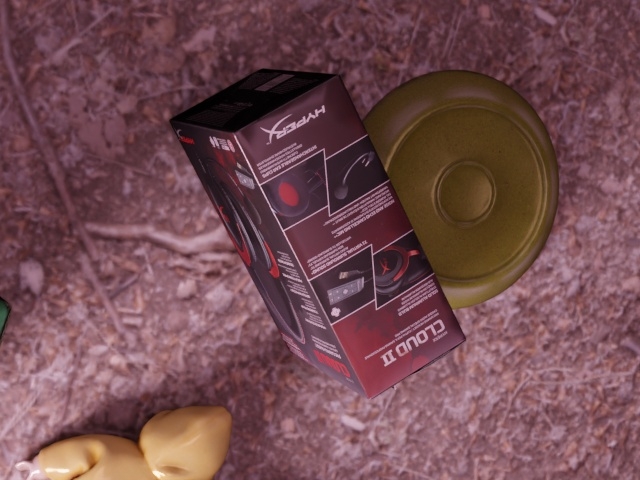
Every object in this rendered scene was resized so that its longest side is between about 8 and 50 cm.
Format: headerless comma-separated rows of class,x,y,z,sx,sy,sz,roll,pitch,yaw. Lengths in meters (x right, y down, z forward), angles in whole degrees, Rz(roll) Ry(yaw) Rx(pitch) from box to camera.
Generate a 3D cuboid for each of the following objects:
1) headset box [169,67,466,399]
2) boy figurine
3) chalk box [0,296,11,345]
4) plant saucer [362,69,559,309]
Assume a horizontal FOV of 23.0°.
headset box,0.000,0.000,1.405,0.110,0.218,0.293,-31,107,-13
boy figurine,-0.197,0.247,1.430,0.177,0.092,0.285,42,77,7
chalk box,-0.366,0.096,1.240,0.180,0.289,0.179,19,90,-21
plant saucer,0.137,-0.048,1.549,0.241,0.037,0.241,-2,97,-20
